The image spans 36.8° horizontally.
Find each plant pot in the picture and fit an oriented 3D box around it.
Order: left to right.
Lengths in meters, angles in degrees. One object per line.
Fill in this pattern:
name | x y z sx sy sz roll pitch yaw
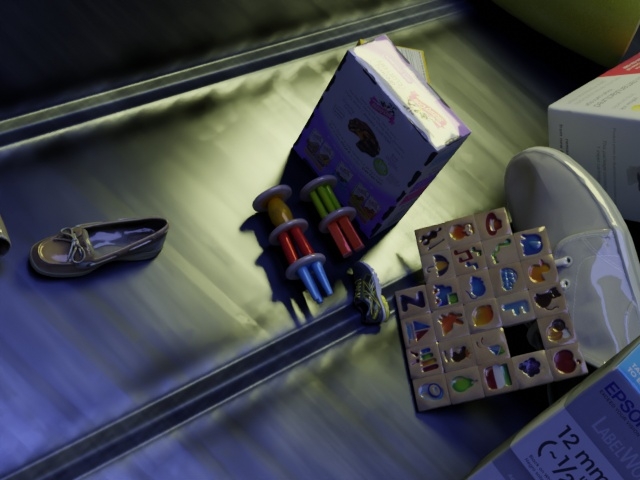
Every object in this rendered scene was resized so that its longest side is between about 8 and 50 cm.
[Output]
plant pot | 0.377 -0.449 1.529 0.294 0.274 0.274 21 51 8

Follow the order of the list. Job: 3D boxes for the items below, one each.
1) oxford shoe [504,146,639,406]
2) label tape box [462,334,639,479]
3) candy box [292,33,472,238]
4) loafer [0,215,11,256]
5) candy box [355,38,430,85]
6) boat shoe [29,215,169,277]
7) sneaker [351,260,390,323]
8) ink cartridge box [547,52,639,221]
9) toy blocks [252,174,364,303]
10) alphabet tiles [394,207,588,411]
oxford shoe | 0.310 0.078 1.191 0.130 0.169 0.449 -2 65 -24
label tape box | 0.343 0.246 0.971 0.249 0.347 0.115 51 26 13
candy box | 0.070 -0.124 1.188 0.070 0.196 0.165 -30 75 -36
loafer | -0.406 0.033 0.924 0.092 0.102 0.268 36 50 9
candy box | 0.112 -0.194 1.362 0.105 0.027 0.205 8 56 -23
boat shoe | -0.241 0.002 1.054 0.153 0.048 0.056 -7 62 -29
sneaker | 0.054 0.063 1.162 0.035 0.031 0.083 -12 64 -30
ink cartridge box | 0.549 -0.133 1.304 0.385 0.160 0.279 16 35 42
toy blocks | 0.000 0.000 1.164 0.123 0.054 0.148 -14 66 -31
alphabet tiles | 0.192 0.074 1.160 0.198 0.009 0.237 -14 59 9
